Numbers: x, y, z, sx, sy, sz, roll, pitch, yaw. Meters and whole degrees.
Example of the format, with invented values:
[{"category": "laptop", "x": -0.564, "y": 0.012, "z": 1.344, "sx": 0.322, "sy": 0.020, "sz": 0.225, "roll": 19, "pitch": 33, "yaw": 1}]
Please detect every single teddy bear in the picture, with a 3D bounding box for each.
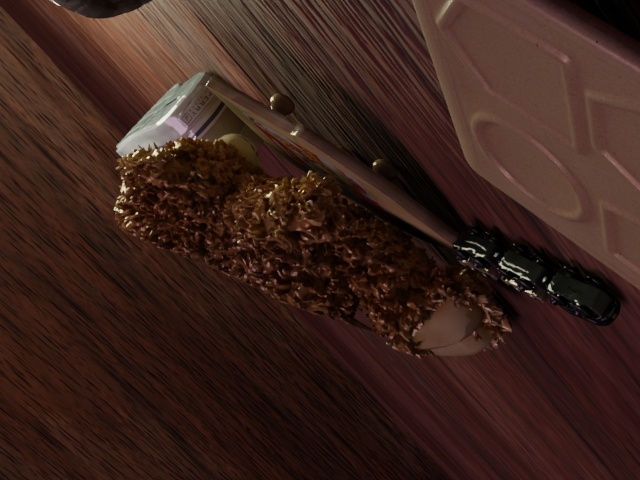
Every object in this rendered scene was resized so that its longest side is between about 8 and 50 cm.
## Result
[{"category": "teddy bear", "x": 0.000, "y": 0.000, "z": 0.889, "sx": 0.338, "sy": 0.113, "sz": 0.245, "roll": 22, "pitch": 179, "yaw": 35}]

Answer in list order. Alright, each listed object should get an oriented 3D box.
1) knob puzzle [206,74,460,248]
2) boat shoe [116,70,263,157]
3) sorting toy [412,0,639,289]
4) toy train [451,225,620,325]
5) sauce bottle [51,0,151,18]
[{"category": "knob puzzle", "x": 0.026, "y": -0.053, "z": 0.818, "sx": 0.213, "sy": 0.030, "sz": 0.213, "roll": 33, "pitch": 177, "yaw": 2}, {"category": "boat shoe", "x": -0.143, "y": -0.106, "z": 1.176, "sx": 0.094, "sy": 0.109, "sz": 0.302, "roll": 44, "pitch": 170, "yaw": -14}, {"category": "sorting toy", "x": 0.116, "y": -0.037, "z": 0.445, "sx": 0.208, "sy": 0.038, "sz": 0.193, "roll": 45, "pitch": 174, "yaw": 30}, {"category": "toy train", "x": 0.132, "y": 0.021, "z": 0.697, "sx": 0.036, "sy": 0.027, "sz": 0.158, "roll": 36, "pitch": 177, "yaw": -29}, {"category": "sauce bottle", "x": -0.220, "y": -0.251, "z": 0.754, "sx": 0.344, "sy": 0.111, "sz": 0.111, "roll": 35, "pitch": 168, "yaw": 43}]
